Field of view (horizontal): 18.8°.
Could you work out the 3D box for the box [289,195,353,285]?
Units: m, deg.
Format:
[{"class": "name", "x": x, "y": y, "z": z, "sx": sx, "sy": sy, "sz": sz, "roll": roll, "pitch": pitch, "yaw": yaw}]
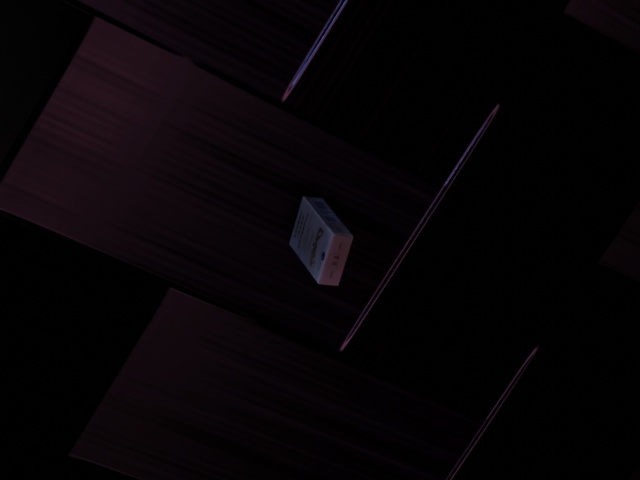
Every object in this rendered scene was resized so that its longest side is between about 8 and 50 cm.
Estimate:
[{"class": "box", "x": 0.000, "y": 0.000, "z": 1.799, "sx": 0.024, "sy": 0.083, "sz": 0.053, "roll": 5, "pitch": 116, "yaw": -27}]
